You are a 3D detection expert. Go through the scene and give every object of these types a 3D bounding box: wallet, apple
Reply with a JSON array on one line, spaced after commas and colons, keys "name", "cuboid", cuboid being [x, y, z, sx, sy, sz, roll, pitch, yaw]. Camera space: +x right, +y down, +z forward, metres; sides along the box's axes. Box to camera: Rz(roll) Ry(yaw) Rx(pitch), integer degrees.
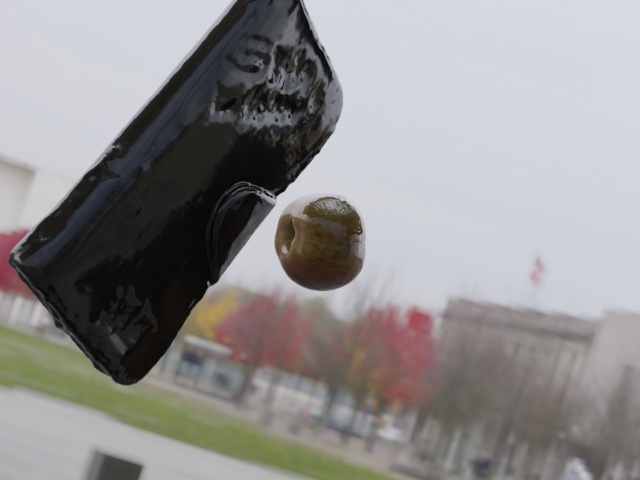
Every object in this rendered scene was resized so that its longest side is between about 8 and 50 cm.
[{"name": "wallet", "cuboid": [-0.092, -0.047, 1.245, 0.042, 0.309, 0.165, 18, -29, 40]}, {"name": "apple", "cuboid": [-0.001, 0.002, 2.061, 0.102, 0.126, 0.126, 2, 2, -25]}]
